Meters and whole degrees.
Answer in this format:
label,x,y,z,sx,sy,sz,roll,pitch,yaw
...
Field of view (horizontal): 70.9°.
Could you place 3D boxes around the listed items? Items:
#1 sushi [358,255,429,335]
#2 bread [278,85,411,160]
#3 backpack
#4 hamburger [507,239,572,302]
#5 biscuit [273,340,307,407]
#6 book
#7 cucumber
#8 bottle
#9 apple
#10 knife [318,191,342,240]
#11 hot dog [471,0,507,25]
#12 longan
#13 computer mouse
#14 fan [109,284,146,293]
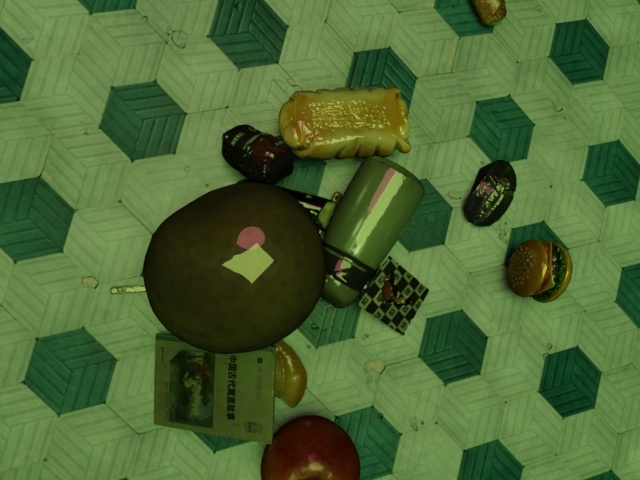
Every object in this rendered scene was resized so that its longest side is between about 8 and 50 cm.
label,x,y,z,sx,sy,sz,roll,pitch,yaw
sushi,0.174,0.134,1.089,0.201,0.031,0.139,38,82,-37
bread,0.055,-0.274,1.062,0.311,0.121,0.172,-4,83,-10
backpack,-0.146,-0.196,1.015,0.165,0.105,0.120,36,51,9
hamburger,0.543,0.073,1.120,0.115,0.162,0.162,14,85,-9
biscuit,-0.161,0.272,1.039,0.299,0.045,0.154,22,90,-10
book,-0.234,0.318,0.982,0.283,0.025,0.214,2,93,12
cucumber,-0.085,-0.088,1.053,0.242,0.074,0.074,15,85,-2
bottle,0.093,-0.011,1.043,0.168,0.168,0.347,30,88,-8
apple,-0.022,0.499,0.983,0.218,0.201,0.218,-1,94,-9
knife,0.000,0.000,1.093,0.046,0.022,0.256,26,84,-12
hot dog,0.406,-0.704,1.169,0.083,0.068,0.288,-24,93,-3
longan,-0.168,0.053,0.907,0.361,0.361,0.360,0,88,-10
computer mouse,0.445,-0.125,1.155,0.106,0.062,0.192,33,81,-7
fan,-0.297,0.082,1.042,0.294,0.012,0.223,27,84,-9
